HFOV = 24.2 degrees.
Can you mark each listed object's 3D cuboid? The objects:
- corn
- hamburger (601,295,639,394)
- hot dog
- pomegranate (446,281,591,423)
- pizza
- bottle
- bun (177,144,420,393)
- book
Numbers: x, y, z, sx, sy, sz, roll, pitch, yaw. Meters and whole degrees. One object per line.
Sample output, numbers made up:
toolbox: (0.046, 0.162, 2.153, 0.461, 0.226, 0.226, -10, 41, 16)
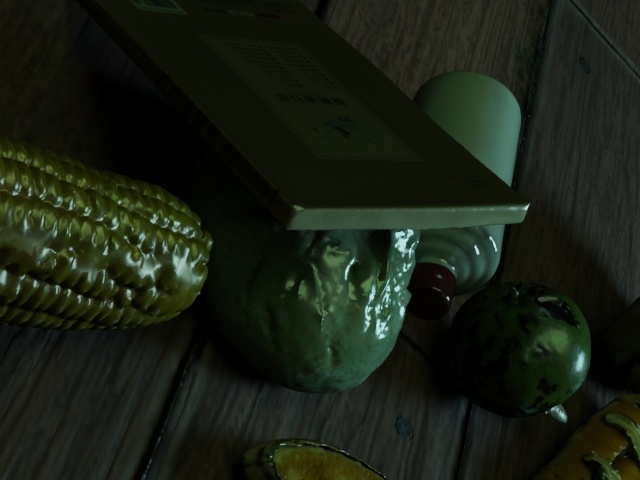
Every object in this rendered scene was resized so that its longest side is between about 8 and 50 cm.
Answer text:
corn: (-0.209, -0.012, 0.852, 0.363, 0.120, 0.120, 13, 57, -45)
hamburger: (0.368, 0.082, 1.417, 0.122, 0.189, 0.215, 61, 24, 13)
hot dog: (0.256, 0.210, 1.301, 0.269, 0.072, 0.109, -27, 86, -55)
pomegranate: (0.169, 0.103, 1.243, 0.122, 0.122, 0.161, -78, 154, -42)
pizza: (0.021, 0.229, 1.036, 0.185, 0.036, 0.176, 21, 53, -44)
bottle: (0.107, -0.033, 1.258, 0.104, 0.104, 0.245, 41, 41, -24)
bun: (0.000, 0.000, 1.091, 0.204, 0.126, 0.212, -31, 92, -52)
book: (-0.020, -0.104, 1.066, 0.217, 0.021, 0.310, -1, 36, -40)
